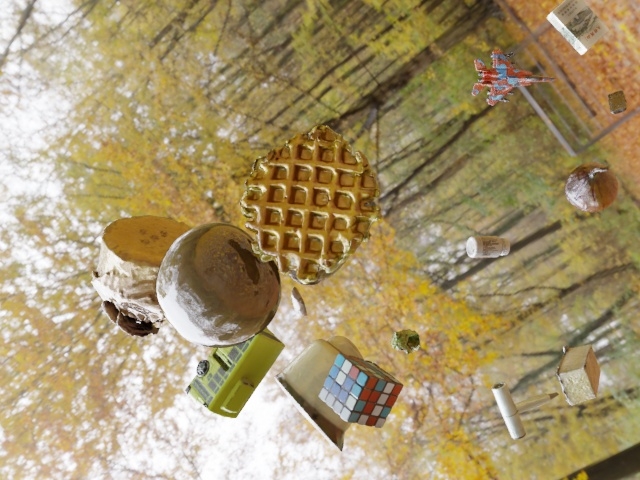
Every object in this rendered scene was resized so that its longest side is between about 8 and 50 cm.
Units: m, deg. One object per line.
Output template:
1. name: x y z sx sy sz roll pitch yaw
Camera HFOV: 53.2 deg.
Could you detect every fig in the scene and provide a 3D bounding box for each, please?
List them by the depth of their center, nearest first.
1. fig: 0.801 -0.163 1.910 0.202 0.149 0.148 12 -158 -43

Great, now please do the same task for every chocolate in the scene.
1. chocolate: -0.072 0.195 1.999 0.064 0.031 0.100 57 166 37
2. chocolate: 0.044 0.508 2.237 0.326 0.297 0.314 55 170 -18

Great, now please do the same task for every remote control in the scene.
1. remote control: 0.722 -0.335 1.552 0.014 0.039 0.096 57 -148 -29

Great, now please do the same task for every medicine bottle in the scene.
1. medicine bottle: 0.605 0.022 2.302 0.140 0.079 0.079 -1 -137 -15

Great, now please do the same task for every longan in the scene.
1. longan: -0.236 0.107 1.522 0.319 0.319 0.319 44 -158 -23

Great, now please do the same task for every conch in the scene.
1. conch: 0.268 0.312 1.980 0.121 0.089 0.074 44 -147 -32

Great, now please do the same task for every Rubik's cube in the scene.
1. Rubik's cube: 0.117 0.438 1.867 0.155 0.151 0.154 22 -175 -38

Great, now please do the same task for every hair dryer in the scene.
1. hair dryer: 0.560 0.421 1.714 0.154 0.183 0.044 66 164 -9

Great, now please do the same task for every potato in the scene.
1. potato: 0.512 0.259 1.262 0.122 0.061 0.086 -32 -77 -56

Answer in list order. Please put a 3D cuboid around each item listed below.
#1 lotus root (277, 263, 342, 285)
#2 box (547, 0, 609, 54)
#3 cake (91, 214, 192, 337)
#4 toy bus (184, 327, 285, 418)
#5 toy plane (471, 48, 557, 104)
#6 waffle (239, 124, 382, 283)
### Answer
1. lotus root: 0.004 -0.004 1.615 0.314 0.142 0.210 -12 -98 -66
2. box: 0.409 -0.345 1.016 0.083 0.054 0.024 48 171 2
3. cake: -0.529 0.123 1.979 0.333 0.321 0.332 13 -156 -6
4. toy bus: -0.227 0.341 1.703 0.150 0.262 0.128 33 179 44
5. toy plane: 0.457 -0.384 1.511 0.061 0.189 0.130 -43 -44 -72
6. waffle: -0.031 -0.079 1.372 0.302 0.325 0.068 53 -171 12
